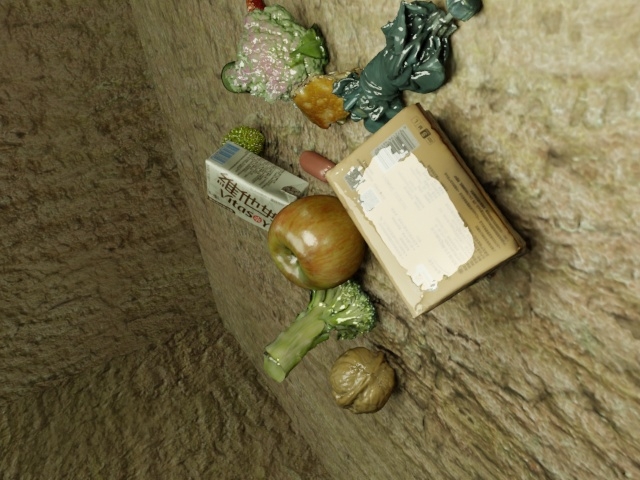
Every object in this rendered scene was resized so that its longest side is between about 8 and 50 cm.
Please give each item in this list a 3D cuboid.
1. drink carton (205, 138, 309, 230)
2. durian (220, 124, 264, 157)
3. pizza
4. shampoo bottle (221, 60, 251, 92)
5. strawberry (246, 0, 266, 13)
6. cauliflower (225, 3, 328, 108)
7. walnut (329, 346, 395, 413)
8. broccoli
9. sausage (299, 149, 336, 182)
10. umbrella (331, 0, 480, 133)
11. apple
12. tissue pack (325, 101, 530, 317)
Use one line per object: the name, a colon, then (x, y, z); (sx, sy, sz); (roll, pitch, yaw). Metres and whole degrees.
drink carton: (-0.212, -0.160, 1.593); (0.324, 0.132, 0.194); (28, 145, 12)
durian: (-0.276, -0.317, 1.721); (0.146, 0.159, 0.198); (32, 141, -7)
pizza: (0.030, -0.329, 1.088); (0.226, 0.147, 0.069); (-26, 42, 56)
shampoo bottle: (-0.220, -0.506, 1.516); (0.283, 0.101, 0.101); (29, 135, 58)
strawberry: (-0.174, -0.632, 1.381); (0.104, 0.048, 0.152); (130, 130, -72)
cauliflower: (-0.092, -0.428, 1.223); (0.256, 0.239, 0.315); (29, 177, -4)
walnut: (0.122, 0.412, 1.446); (0.198, 0.198, 0.245); (60, 159, 20)
broccoli: (0.005, 0.251, 1.379); (0.252, 0.362, 0.221); (30, 147, -5)
sausage: (-0.005, -0.203, 1.352); (0.154, 0.062, 0.062); (39, 143, 50)
umbrella: (0.144, -0.309, 0.870); (0.348, 0.143, 0.094); (-29, 38, 60)
apple: (0.000, 0.000, 1.318); (0.264, 0.264, 0.265); (48, 150, 40)
tissue pack: (0.197, -0.047, 0.886); (0.306, 0.238, 0.239); (60, 156, 19)
